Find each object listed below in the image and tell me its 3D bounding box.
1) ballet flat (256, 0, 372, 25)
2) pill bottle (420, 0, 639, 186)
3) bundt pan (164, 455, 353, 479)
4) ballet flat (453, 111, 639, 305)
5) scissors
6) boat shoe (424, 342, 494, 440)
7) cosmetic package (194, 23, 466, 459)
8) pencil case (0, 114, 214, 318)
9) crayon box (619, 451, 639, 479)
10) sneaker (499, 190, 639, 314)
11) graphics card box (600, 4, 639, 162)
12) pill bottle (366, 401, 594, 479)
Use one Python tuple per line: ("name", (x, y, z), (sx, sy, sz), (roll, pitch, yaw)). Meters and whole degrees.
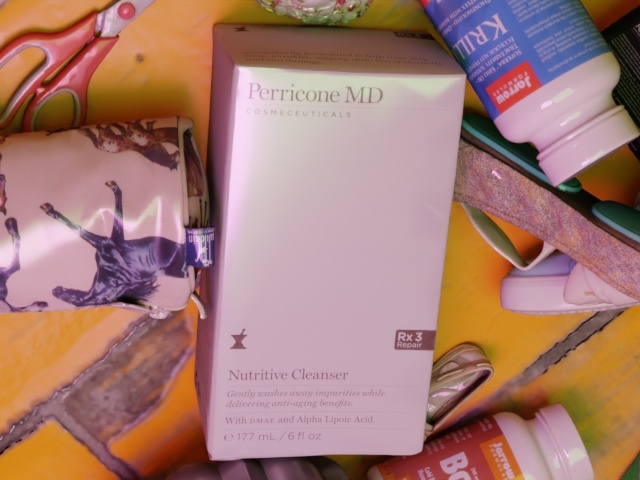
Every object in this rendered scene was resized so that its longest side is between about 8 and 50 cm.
("ballet flat", (-0.047, -0.253, 1.445), (0.241, 0.077, 0.091), (24, 100, -24))
("pill bottle", (0.191, -0.165, 1.468), (0.124, 0.124, 0.221), (-31, 85, 2))
("bundt pan", (-0.085, 0.321, 1.619), (0.331, 0.124, 0.331), (-13, 140, -11))
("ballet flat", (0.237, -0.004, 1.538), (0.107, 0.316, 0.106), (-11, 131, -57))
("scissors", (-0.195, -0.202, 1.471), (0.109, 0.021, 0.297), (36, 101, -24))
("boat shoe", (0.113, 0.169, 1.682), (0.153, 0.048, 0.056), (-38, 115, 5))
("cosmetic package", (0.000, 0.000, 1.526), (0.217, 0.156, 0.385), (-1, 114, -10))
("pencil case", (-0.300, 0.001, 1.444), (0.410, 0.160, 0.183), (-7, 82, -7))
("crayon box", (0.455, 0.325, 1.806), (0.278, 0.081, 0.165), (27, 104, -21))
("sneaker", (0.349, -0.017, 1.634), (0.366, 0.135, 0.150), (-12, 85, -2))
("graphics card box", (0.450, -0.182, 1.527), (0.371, 0.094, 0.233), (-35, 82, 2))
("pill bottle", (0.166, 0.250, 1.688), (0.216, 0.121, 0.121), (-23, 115, -2))
